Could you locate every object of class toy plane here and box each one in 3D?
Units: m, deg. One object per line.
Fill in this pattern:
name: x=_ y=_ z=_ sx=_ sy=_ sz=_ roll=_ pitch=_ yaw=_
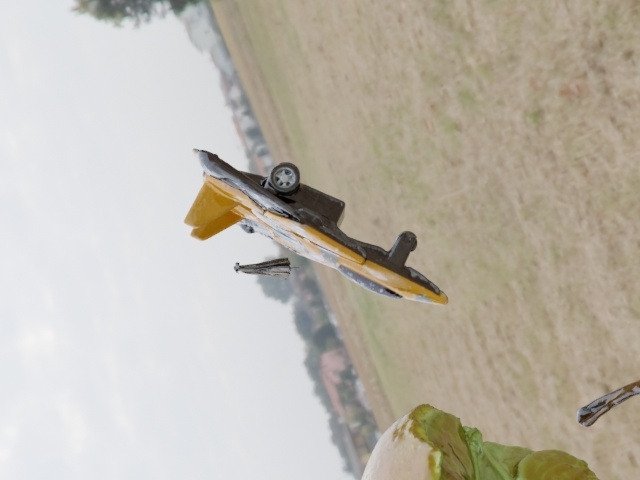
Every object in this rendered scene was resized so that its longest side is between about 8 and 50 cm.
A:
toy plane: x=0.005 y=-0.011 z=0.986 sx=0.204 sy=0.316 sz=0.103 roll=89 pitch=-160 yaw=-72

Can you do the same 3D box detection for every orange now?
orange: x=0.123 y=0.234 z=0.681 sx=0.237 sy=0.158 sz=0.179 roll=20 pitch=-138 yaw=-31

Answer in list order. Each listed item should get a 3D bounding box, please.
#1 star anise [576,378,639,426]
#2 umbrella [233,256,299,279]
star anise: x=0.506 y=0.269 z=1.104 sx=0.237 sy=0.347 sz=0.148 roll=-63 pitch=-27 yaw=-24
umbrella: x=-0.068 y=0.036 z=1.091 sx=0.031 sy=0.083 sz=0.020 roll=98 pitch=165 yaw=-51
